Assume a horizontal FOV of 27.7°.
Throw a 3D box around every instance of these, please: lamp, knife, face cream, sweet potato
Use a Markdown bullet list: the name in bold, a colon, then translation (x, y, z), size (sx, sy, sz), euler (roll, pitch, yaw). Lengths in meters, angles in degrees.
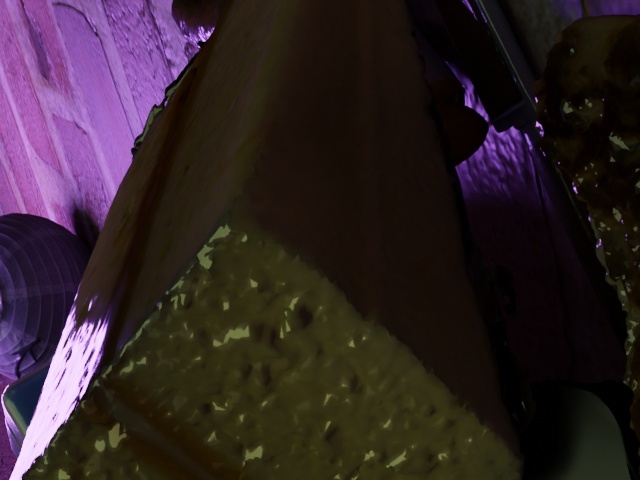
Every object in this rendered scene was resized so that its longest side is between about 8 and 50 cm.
- **lamp**: translation (-0.424, 0.088, 1.925), size (0.265, 0.233, 0.233), euler (45, 151, 26)
- **knife**: translation (0.112, -0.082, 0.780), size (0.343, 0.027, 0.061), euler (65, 162, 2)
- **face cream**: translation (0.043, -0.124, 0.851), size (0.182, 0.051, 0.072), euler (57, 173, 28)
- **sweet potato**: translation (-0.067, -0.178, 1.038), size (0.273, 0.075, 0.075), euler (23, 133, 65)

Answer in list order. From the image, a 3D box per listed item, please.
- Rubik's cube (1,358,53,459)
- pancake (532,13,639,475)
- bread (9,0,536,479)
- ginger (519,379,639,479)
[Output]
- **Rubik's cube**: translation (-0.062, 0.190, 1.067), size (0.290, 0.291, 0.291), euler (55, 160, 7)
- **pancake**: translation (0.186, 0.026, 0.614), size (0.266, 0.057, 0.244), euler (35, 125, 55)
- **bread**: translation (-0.024, 0.019, 0.836), size (0.242, 0.405, 0.346), euler (32, 137, -19)
- **ginger**: translation (0.165, 0.265, 0.792), size (0.358, 0.211, 0.413), euler (46, 119, 33)
